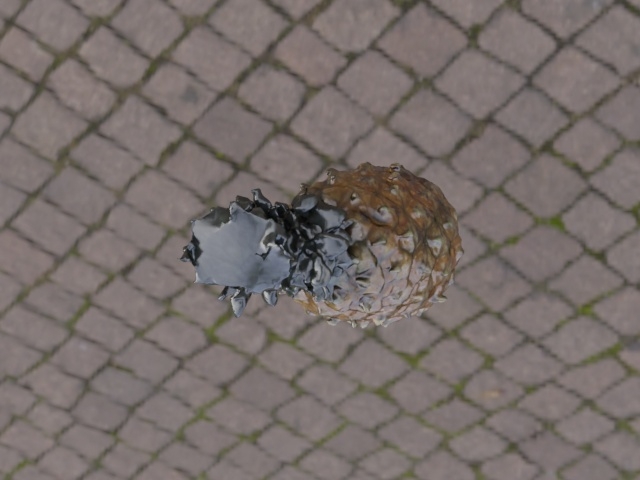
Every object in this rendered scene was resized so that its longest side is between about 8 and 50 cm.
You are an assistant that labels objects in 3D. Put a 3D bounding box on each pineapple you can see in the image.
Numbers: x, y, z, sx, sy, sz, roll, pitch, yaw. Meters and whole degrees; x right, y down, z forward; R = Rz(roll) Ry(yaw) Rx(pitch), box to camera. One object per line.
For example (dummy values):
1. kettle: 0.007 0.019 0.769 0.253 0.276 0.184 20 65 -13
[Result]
1. pineapple: 0.000 0.000 1.161 0.158 0.157 0.279 -25 164 32
